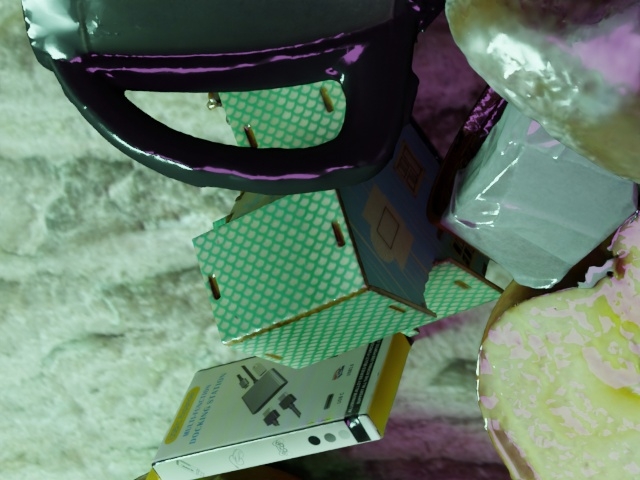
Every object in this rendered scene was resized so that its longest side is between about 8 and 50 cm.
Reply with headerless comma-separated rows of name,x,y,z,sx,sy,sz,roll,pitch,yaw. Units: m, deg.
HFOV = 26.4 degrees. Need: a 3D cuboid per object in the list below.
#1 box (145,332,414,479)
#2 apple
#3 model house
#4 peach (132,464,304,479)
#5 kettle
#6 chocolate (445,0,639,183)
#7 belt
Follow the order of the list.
box,-0.044,0.145,1.193,0.247,0.129,0.033,-17,118,26
apple,0.269,0.072,1.024,0.293,0.163,0.251,-28,101,26
model house,0.000,0.000,1.022,0.178,0.206,0.271,-21,118,28
peach,-0.051,0.380,1.305,0.306,0.242,0.380,-17,108,3
kettle,-0.043,-0.184,0.885,0.271,0.251,0.207,5,134,3
chocolate,0.212,-0.195,0.776,0.185,0.303,0.100,37,172,2
belt,0.170,-0.088,0.919,0.105,0.184,0.261,30,125,-7
